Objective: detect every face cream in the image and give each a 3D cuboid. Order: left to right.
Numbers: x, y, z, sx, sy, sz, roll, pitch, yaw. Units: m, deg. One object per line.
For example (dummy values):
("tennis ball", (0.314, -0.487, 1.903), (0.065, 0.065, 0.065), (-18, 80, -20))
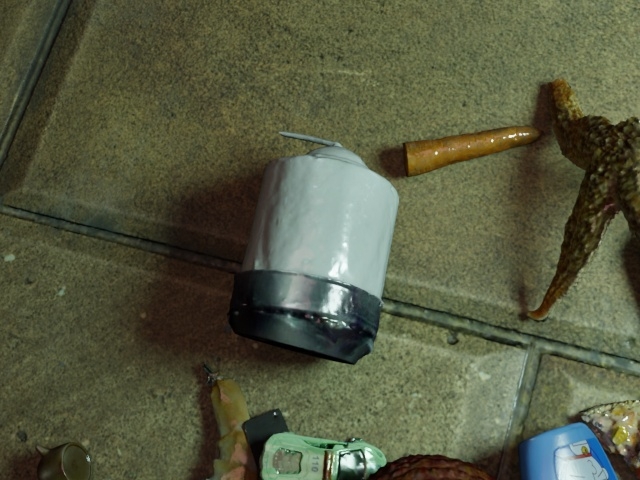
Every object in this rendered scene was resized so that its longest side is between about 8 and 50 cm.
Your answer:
("face cream", (0.345, 0.374, 1.037), (0.149, 0.083, 0.264), (-7, 66, -29))

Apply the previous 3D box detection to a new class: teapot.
("teapot", (-0.398, 0.363, 1.244), (0.068, 0.076, 0.121), (-23, 98, 16))

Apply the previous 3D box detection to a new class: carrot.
("carrot", (0.240, -0.148, 1.266), (0.224, 0.057, 0.057), (-11, 70, 6))

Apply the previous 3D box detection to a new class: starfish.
("starfish", (0.432, -0.059, 1.097), (0.398, 0.132, 0.383), (9, 82, 45))

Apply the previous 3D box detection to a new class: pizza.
("pizza", (0.440, 0.262, 1.071), (0.195, 0.052, 0.185), (14, 95, 29))

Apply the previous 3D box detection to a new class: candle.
("candle", (0.000, 0.000, 1.184), (0.221, 0.221, 0.342), (8, 74, 16))

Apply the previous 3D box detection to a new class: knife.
("knife", (-0.040, 0.365, 1.169), (0.072, 0.019, 0.245), (-18, 66, -25))

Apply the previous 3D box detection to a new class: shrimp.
("shrimp", (-0.181, 0.344, 1.198), (0.185, 0.068, 0.287), (27, 79, 17))

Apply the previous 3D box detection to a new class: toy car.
("toy car", (0.006, 0.319, 1.150), (0.186, 0.058, 0.093), (8, 70, -2))

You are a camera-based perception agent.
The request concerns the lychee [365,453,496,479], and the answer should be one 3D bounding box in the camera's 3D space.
("lychee", (0.147, 0.402, 1.013), (0.261, 0.260, 0.260), (-4, 72, 12))
